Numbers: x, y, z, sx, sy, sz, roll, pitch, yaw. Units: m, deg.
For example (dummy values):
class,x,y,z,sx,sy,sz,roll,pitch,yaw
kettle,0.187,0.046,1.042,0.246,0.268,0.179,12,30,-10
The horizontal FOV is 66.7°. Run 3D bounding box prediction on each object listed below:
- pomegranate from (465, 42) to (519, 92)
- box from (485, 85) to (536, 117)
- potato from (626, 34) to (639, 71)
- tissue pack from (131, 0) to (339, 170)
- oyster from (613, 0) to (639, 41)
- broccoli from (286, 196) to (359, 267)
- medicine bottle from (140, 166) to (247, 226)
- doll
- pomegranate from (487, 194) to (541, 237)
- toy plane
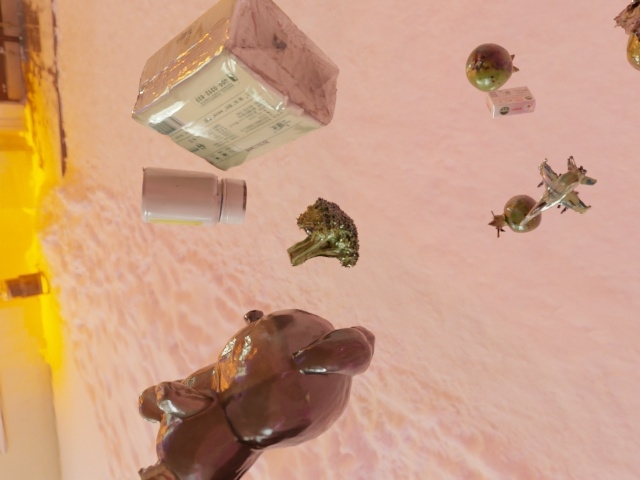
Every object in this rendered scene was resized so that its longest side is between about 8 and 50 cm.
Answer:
class,x,y,z,sx,sy,sz,roll,pitch,yaw
pomegranate,0.576,-0.581,1.607,0.156,0.220,0.156,43,151,31
box,0.566,-0.415,1.455,0.089,0.125,0.043,-89,-9,-45
potato,0.867,-0.519,1.245,0.137,0.137,0.176,60,161,24
tissue pack,-0.187,-0.328,1.072,0.380,0.297,0.208,-12,60,40
oyster,0.716,-0.458,0.948,0.221,0.361,0.096,8,121,17
broccoli,0.000,0.000,1.214,0.194,0.194,0.220,62,174,22
medicine bottle,-0.326,-0.109,1.258,0.143,0.257,0.144,-178,90,-73
doll,-0.049,0.287,0.718,0.382,0.252,0.379,-28,84,12
pomegranate,0.696,-0.082,1.719,0.169,0.148,0.149,-36,69,36
toy plane,0.682,-0.128,1.432,0.192,0.088,0.262,57,152,20
